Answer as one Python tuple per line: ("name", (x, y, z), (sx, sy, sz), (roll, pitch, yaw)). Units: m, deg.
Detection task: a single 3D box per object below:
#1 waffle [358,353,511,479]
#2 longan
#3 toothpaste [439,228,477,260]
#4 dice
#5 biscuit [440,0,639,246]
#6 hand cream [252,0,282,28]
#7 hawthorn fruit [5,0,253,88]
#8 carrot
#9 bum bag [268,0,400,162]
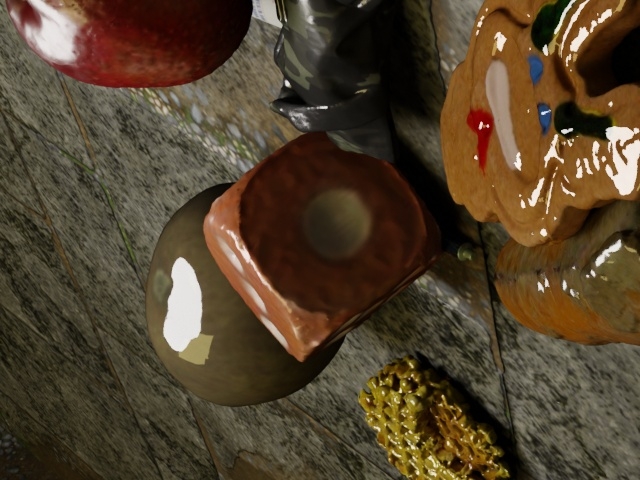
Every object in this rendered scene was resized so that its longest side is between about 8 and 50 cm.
("waffle", (0.127, 0.219, 1.942), (0.193, 0.070, 0.197), (46, 158, 10))
("longan", (-0.083, 0.057, 1.862), (0.248, 0.248, 0.248), (40, 156, 22))
("toothpaste", (0.123, 0.002, 1.668), (0.083, 0.019, 0.027), (30, 164, 50))
("dice", (0.000, 0.000, 1.672), (0.174, 0.175, 0.179), (52, 169, 5))
("biscuit", (0.161, -0.099, 1.274), (0.334, 0.047, 0.202), (150, 113, -69))
("hand cream", (-0.084, -0.262, 1.578), (0.248, 0.083, 0.133), (25, 149, 25))
("hawthorn fruit", (-0.178, -0.229, 1.427), (0.210, 0.266, 0.230), (42, 138, 32))
("carrot", (0.240, 0.019, 1.341), (0.138, 0.139, 0.302), (51, 166, -3))
("bum bag", (0.011, -0.193, 1.466), (0.144, 0.095, 0.340), (28, 147, 23))
